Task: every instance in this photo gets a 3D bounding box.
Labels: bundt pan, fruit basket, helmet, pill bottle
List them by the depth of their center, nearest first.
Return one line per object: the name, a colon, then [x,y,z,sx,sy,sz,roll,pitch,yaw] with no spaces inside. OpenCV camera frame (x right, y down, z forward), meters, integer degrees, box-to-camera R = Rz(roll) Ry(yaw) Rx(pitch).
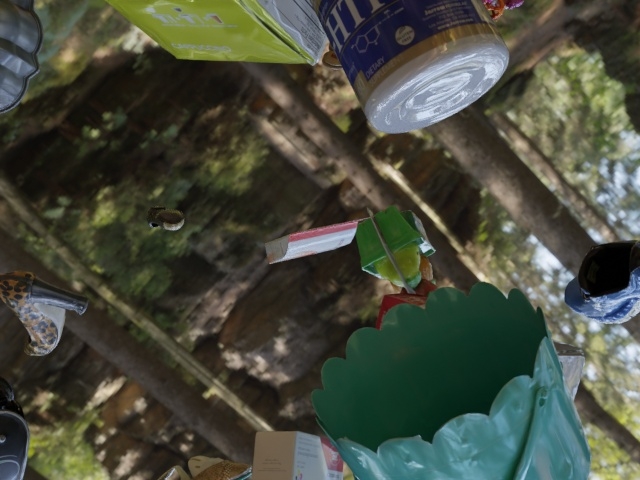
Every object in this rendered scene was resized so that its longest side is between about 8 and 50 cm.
pill bottle: [0.050,-0.185,0.619,0.112,0.186,0.112,-23,165,-6]
helmet: [-0.430,0.228,0.959,0.169,0.162,0.169,-13,-106,58]
bundt pan: [-0.629,-0.342,1.353,0.331,0.331,0.124,-48,-177,-4]
fruit basket: [0.228,0.095,1.962,0.165,0.353,0.327,-35,162,9]

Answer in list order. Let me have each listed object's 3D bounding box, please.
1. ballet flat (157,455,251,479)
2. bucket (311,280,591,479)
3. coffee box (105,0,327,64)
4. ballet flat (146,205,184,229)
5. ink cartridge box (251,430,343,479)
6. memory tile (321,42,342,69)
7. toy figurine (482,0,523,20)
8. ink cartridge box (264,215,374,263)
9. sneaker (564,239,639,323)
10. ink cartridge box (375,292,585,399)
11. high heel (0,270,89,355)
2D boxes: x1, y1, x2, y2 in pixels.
ballet flat: [-0.200,0.373,1.288,0.206,0.067,0.073,-31,165,17]
bucket: [0.145,0.194,0.905,0.281,0.183,0.281,-26,-162,9]
coffee box: [-0.166,-0.510,1.337,0.338,0.338,0.334,11,-105,36]
ballet flat: [-0.321,-0.040,1.741,0.058,0.049,0.173,-7,-168,-24]
ink cartridge box: [-0.030,0.342,1.028,0.067,0.115,0.198,-9,-113,33]
memory tile: [0.069,-0.273,1.166,0.148,0.113,0.012,-72,172,-47]
toy figurine: [0.281,-0.419,1.422,0.159,0.130,0.173,-14,-135,-16]
ink cartridge box: [0.000,0.000,1.502,0.146,0.045,0.179,-12,180,-27]
sneaker: [0.492,0.056,1.413,0.330,0.147,0.129,126,-25,-71]
ink cartridge box: [0.226,0.230,1.317,0.306,0.131,0.226,17,-85,39]
high heel: [-0.612,0.149,1.706,0.261,0.186,0.093,-41,-142,38]
